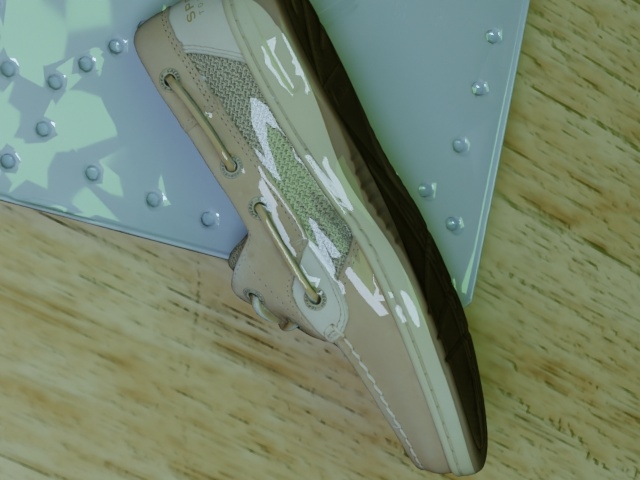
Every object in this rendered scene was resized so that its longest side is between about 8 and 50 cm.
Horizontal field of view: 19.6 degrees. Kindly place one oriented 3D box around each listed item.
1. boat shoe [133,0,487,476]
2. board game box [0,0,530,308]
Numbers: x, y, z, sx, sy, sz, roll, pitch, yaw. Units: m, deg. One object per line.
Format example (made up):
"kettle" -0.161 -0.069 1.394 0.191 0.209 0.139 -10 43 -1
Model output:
"boat shoe" 0.000 0.000 1.145 0.110 0.121 0.341 -24 96 13
"board game box" -0.045 -0.180 1.213 0.390 0.050 0.390 15 81 -24
